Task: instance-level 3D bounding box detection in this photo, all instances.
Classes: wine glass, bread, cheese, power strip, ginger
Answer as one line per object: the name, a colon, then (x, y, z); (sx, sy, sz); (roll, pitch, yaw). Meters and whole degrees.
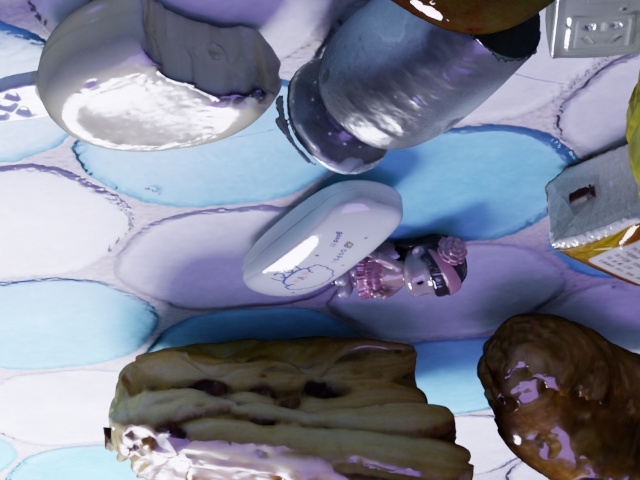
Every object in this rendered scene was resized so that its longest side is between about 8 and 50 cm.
wine glass: (0.066, -0.128, 1.429); (0.111, 0.111, 0.204); (14, 149, -33)
bread: (-0.032, 0.198, 1.997); (0.370, 0.191, 0.314); (10, 158, -2)
cheese: (-0.164, -0.109, 1.477); (0.249, 0.071, 0.163); (-20, 149, 28)
power strip: (0.202, -0.187, 1.411); (0.075, 0.042, 0.175); (-4, 154, 3)
ginger: (0.259, 0.170, 2.001); (0.321, 0.165, 0.172); (29, 160, -37)

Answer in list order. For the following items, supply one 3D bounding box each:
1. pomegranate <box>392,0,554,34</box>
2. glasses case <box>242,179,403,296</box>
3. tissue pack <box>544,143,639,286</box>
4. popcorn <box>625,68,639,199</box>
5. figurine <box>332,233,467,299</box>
pomegranate: (0.103, -0.220, 1.219); (0.180, 0.180, 0.209); (-19, -173, 26)
glasses case: (0.000, 0.000, 1.746); (0.076, 0.049, 0.197); (12, 149, -31)
tissue pack: (0.332, -0.019, 1.717); (0.183, 0.092, 0.226); (-26, 145, 37)
popcorn: (0.312, -0.082, 1.386); (0.173, 0.225, 0.286); (12, 178, -4)
figurine: (0.074, 0.021, 1.808); (0.129, 0.054, 0.072); (-2, 140, 11)
